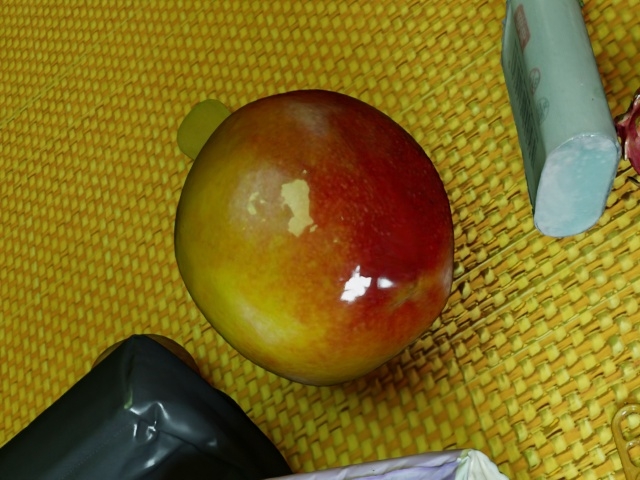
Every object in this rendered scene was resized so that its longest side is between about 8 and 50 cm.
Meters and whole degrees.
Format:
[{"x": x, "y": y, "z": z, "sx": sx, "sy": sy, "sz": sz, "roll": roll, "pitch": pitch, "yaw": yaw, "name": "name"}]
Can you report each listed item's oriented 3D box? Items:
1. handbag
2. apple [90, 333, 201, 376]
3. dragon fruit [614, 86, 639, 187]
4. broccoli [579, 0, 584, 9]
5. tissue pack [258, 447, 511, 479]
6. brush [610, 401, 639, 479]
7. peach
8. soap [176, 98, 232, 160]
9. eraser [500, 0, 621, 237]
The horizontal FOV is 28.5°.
[{"x": -0.195, "y": 0.265, "z": 1.395, "sx": 0.302, "sy": 0.275, "sz": 0.178, "roll": -41, "pitch": 33, "yaw": 23, "name": "handbag"}, {"x": -0.215, "y": 0.184, "z": 1.530, "sx": 0.146, "sy": 0.131, "sz": 0.146, "roll": -16, "pitch": 58, "yaw": 27, "name": "apple"}, {"x": 0.367, "y": -0.096, "z": 1.215, "sx": 0.166, "sy": 0.133, "sz": 0.136, "roll": 22, "pitch": 120, "yaw": 52, "name": "dragon fruit"}, {"x": 0.252, "y": -0.254, "z": 1.430, "sx": 0.097, "sy": 0.092, "sz": 0.095, "roll": -21, "pitch": 78, "yaw": 44, "name": "broccoli"}, {"x": 0.048, "y": 0.322, "z": 1.135, "sx": 0.338, "sy": 0.242, "sz": 0.160, "roll": -16, "pitch": 44, "yaw": 34, "name": "tissue pack"}, {"x": 0.308, "y": 0.281, "z": 1.113, "sx": 0.090, "sy": 0.017, "sz": 0.314, "roll": -25, "pitch": 50, "yaw": 23, "name": "brush"}, {"x": 0.000, "y": 0.000, "z": 1.346, "sx": 0.332, "sy": 0.308, "sz": 0.308, "roll": 32, "pitch": 87, "yaw": 48, "name": "peach"}, {"x": -0.142, "y": -0.140, "z": 1.734, "sx": 0.089, "sy": 0.033, "sz": 0.168, "roll": -55, "pitch": 45, "yaw": 3, "name": "soap"}, {"x": 0.246, "y": -0.142, "z": 1.320, "sx": 0.081, "sy": 0.174, "sz": 0.227, "roll": -6, "pitch": 56, "yaw": 0, "name": "eraser"}]
